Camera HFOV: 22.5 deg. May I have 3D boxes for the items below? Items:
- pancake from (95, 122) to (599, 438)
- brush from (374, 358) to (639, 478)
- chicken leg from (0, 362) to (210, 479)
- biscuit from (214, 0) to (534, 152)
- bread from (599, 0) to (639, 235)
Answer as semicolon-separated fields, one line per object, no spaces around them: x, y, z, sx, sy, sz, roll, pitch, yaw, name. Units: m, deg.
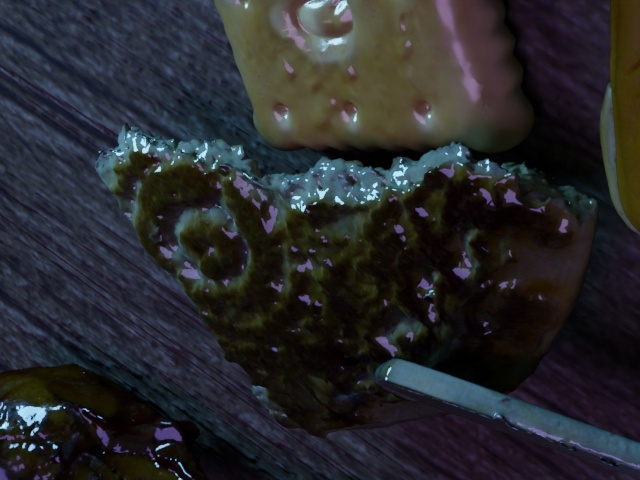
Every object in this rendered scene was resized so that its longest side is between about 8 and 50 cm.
0.000;0.000;0.788;0.244;0.057;0.266;35;141;10;pancake
0.180;0.109;0.699;0.336;0.020;0.085;18;169;15;brush
-0.087;0.158;0.963;0.304;0.113;0.093;19;153;25;chicken leg
-0.004;-0.149;0.705;0.160;0.030;0.250;4;123;38;biscuit
0.158;-0.069;0.606;0.116;0.077;0.200;11;129;24;bread
